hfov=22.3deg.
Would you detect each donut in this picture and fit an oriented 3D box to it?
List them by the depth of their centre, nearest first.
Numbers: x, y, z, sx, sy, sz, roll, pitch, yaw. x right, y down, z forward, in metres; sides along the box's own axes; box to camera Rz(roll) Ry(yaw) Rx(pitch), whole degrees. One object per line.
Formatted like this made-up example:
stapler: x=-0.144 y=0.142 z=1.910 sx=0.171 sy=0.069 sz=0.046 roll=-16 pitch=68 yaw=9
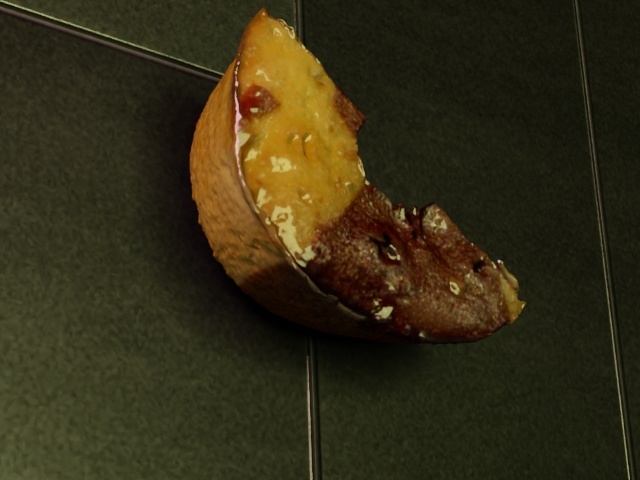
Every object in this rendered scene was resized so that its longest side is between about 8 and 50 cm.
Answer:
donut: x=0.000 y=0.000 z=1.163 sx=0.295 sy=0.112 sz=0.151 roll=46 pitch=50 yaw=-12
